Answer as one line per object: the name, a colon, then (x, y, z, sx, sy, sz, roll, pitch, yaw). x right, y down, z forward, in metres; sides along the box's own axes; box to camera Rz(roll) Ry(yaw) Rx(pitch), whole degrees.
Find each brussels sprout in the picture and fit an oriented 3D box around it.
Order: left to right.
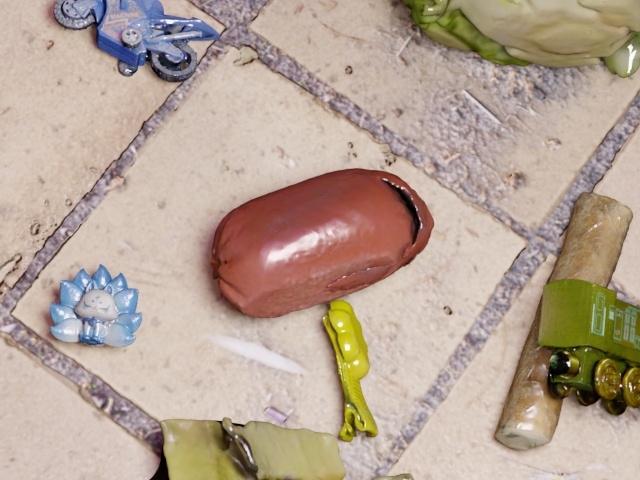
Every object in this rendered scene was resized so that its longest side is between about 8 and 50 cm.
brussels sprout: (0.303, -0.418, 1.756, 0.425, 0.342, 0.361, 8, 74, -16)

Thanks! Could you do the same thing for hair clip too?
hair clip: (0.035, 0.152, 1.641, 0.046, 0.072, 0.173, -13, 67, 16)

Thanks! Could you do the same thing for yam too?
yam: (0.306, 0.099, 1.698, 0.081, 0.081, 0.356, 23, 68, 2)

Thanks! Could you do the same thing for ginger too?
ginger: (-0.045, 0.336, 1.483, 0.413, 0.211, 0.358, 33, 66, 7)

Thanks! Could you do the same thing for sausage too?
sausage: (0.000, 0.000, 1.655, 0.280, 0.152, 0.152, -18, 72, -15)

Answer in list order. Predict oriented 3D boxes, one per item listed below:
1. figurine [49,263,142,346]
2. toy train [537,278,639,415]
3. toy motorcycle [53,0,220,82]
figurine: (-0.266, 0.075, 1.624, 0.114, 0.079, 0.114, 0, 69, -1)
toy train: (0.351, 0.134, 1.631, 0.225, 0.090, 0.137, 19, 73, -43)
toy motorcycle: (-0.242, -0.283, 1.780, 0.205, 0.076, 0.114, 27, 60, 3)
